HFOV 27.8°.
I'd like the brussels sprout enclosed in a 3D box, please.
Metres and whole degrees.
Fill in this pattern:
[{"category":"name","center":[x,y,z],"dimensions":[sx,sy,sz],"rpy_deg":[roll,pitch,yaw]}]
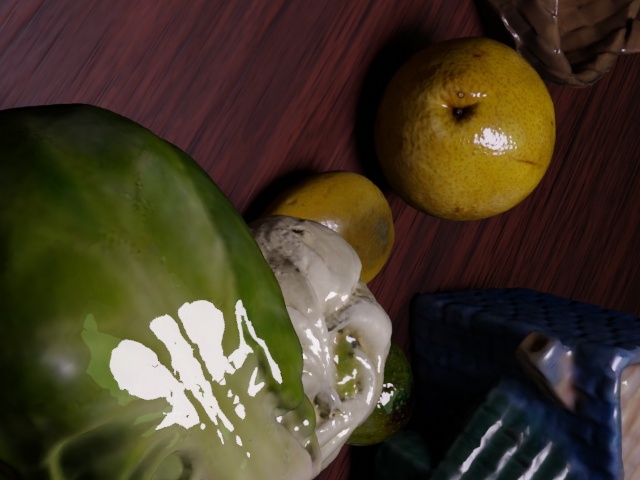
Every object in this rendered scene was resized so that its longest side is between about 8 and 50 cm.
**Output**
[{"category":"brussels sprout","center":[-0.156,0.077,0.892],"dimensions":[0.354,0.289,0.281],"rpy_deg":[49,43,-6]}]

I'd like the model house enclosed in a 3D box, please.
[{"category":"model house","center":[0.235,0.264,1.610],"dimensions":[0.445,0.395,0.400],"rpy_deg":[-53,132,-15]}]

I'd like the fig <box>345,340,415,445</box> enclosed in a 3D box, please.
[{"category":"fig","center":[0.027,0.174,1.452],"dimensions":[0.156,0.123,0.123],"rpy_deg":[-8,113,-16]}]

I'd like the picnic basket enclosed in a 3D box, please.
[{"category":"picnic basket","center":[0.389,-0.344,1.627],"dimensions":[0.337,0.337,0.293],"rpy_deg":[-62,146,-24]}]

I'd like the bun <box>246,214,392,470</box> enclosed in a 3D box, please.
[{"category":"bun","center":[-0.027,0.111,1.141],"dimensions":[0.259,0.160,0.259],"rpy_deg":[-43,141,-47]}]

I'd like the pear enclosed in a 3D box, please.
[{"category":"pear","center":[0.157,-0.125,1.439],"dimensions":[0.209,0.209,0.208],"rpy_deg":[-29,125,-52]}]

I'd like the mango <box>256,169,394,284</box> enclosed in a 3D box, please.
[{"category":"mango","center":[0.000,0.000,1.330],"dimensions":[0.195,0.098,0.137],"rpy_deg":[-25,126,-47]}]
